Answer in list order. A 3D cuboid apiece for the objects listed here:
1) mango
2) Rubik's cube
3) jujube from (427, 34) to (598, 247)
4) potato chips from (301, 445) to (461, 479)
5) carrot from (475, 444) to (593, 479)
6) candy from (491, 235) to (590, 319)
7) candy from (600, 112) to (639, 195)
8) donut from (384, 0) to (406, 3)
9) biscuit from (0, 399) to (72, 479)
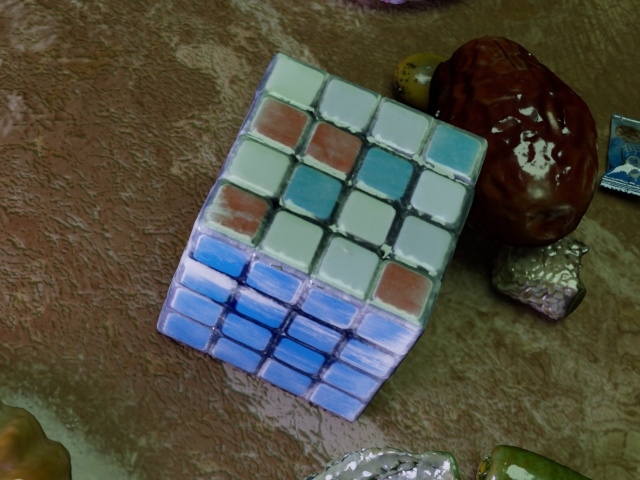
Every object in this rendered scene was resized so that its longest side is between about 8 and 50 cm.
[{"bbox_3d":[0.147,-0.199,1.851,0.114,0.057,0.079,7,55,-21],"label":"mango"},{"bbox_3d":[0.000,0.000,1.573,0.259,0.256,0.253,26,58,0],"label":"Rubik's cube"},{"bbox_3d":[0.219,-0.119,1.699,0.197,0.197,0.290,1,43,-15],"label":"jujube"},{"bbox_3d":[0.063,0.370,1.294,0.070,0.429,0.358,-18,77,-52],"label":"potato chips"},{"bbox_3d":[0.339,0.313,1.592,0.359,0.074,0.074,22,57,-4],"label":"carrot"},{"bbox_3d":[0.262,0.035,1.729,0.110,0.085,0.095,17,47,-1],"label":"candy"},{"bbox_3d":[0.410,-0.107,1.881,0.088,0.038,0.136,13,50,8],"label":"candy"},{"bbox_3d":[0.099,-0.488,1.954,0.383,0.142,0.382,7,60,-12],"label":"donut"},{"bbox_3d":[-0.377,0.280,1.403,0.326,0.107,0.325,8,59,-14],"label":"biscuit"}]
